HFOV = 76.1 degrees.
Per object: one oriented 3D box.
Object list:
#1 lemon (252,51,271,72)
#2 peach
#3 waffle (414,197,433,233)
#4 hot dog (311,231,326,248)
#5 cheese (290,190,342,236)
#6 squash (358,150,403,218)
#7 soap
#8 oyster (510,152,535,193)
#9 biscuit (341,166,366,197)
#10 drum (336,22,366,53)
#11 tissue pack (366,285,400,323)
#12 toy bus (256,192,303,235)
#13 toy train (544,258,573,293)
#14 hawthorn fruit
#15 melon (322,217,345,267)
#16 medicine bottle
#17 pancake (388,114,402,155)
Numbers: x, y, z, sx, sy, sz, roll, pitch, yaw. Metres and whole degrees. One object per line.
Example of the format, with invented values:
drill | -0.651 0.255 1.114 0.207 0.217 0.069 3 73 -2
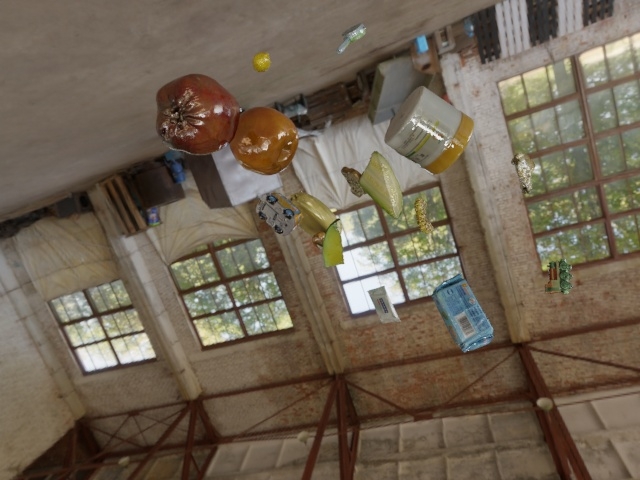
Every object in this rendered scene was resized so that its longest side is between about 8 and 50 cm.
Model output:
lemon | -0.217 -0.658 1.507 0.065 0.065 0.092 -29 179 -43
peach | -0.287 -0.488 1.994 0.301 0.343 0.343 32 -146 19
waffle | 0.538 -0.128 2.153 0.051 0.194 0.149 -17 167 30
hot dog | 0.002 -0.001 2.068 0.090 0.060 0.140 -29 147 8
cheese | -0.044 -0.137 2.174 0.259 0.316 0.128 -12 -140 50
squash | 0.336 -0.270 1.969 0.111 0.289 0.203 -11 138 -44
soap | 0.573 0.294 1.654 0.156 0.293 0.077 -20 162 -10
oyster | 0.803 -0.273 1.607 0.081 0.163 0.191 -18 150 32
biscuit | 0.192 -0.316 2.233 0.047 0.183 0.320 -43 158 -6
drum | 0.123 -0.977 1.996 0.130 0.049 0.253 13 -125 48
tissue pack | 0.310 0.320 2.018 0.026 0.193 0.122 -30 -175 -41
toy bus | -0.183 -0.130 1.907 0.136 0.209 0.126 -32 159 -54
toy train | 1.191 0.182 2.049 0.118 0.176 0.074 -7 167 39
hawthorn fruit | -0.455 -0.470 1.532 0.308 0.308 0.325 -18 -160 4
melon | 0.057 0.018 1.710 0.114 0.262 0.053 26 -137 28
medicine bottle | 0.386 -0.394 1.478 0.238 0.232 0.238 -58 -168 19
pancake | 0.415 -0.440 1.803 0.049 0.294 0.294 -51 -158 -17
